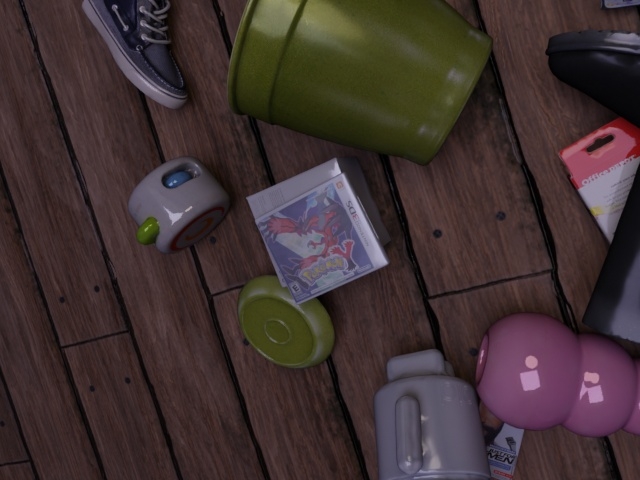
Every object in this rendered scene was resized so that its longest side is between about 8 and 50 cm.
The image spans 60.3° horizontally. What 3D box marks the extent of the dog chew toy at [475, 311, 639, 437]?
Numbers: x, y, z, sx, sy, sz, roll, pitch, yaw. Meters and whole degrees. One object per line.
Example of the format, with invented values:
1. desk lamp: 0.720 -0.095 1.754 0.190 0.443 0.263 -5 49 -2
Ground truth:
1. dog chew toy: 0.449 0.247 0.963 0.331 0.206 0.207 13 103 10

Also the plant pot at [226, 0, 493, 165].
1. plant pot: 0.083 -0.307 0.944 0.352 0.366 0.367 27 107 2

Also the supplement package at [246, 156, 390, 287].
1. supplement package: 0.000 -0.040 1.099 0.203 0.149 0.194 -21 92 22

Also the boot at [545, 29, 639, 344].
1. boot: 0.486 -0.069 0.846 0.366 0.146 0.446 14 105 16

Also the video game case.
1. video game case: 0.000 0.000 1.013 0.201 0.023 0.184 -26 91 22

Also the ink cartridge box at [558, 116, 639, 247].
1. ink cartridge box: 0.520 -0.085 0.940 0.134 0.078 0.231 -31 87 20

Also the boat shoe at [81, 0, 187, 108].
1. boat shoe: -0.372 -0.455 1.179 0.158 0.127 0.341 -43 82 28

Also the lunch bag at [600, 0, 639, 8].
1. lunch bag: 0.497 -0.407 0.895 0.071 0.083 0.053 2 99 19

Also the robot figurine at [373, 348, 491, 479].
1. robot figurine: 0.203 0.386 1.016 0.199 0.300 0.354 -19 53 24

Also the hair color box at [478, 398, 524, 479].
1. hair color box: 0.350 0.381 1.092 0.093 0.053 0.167 12 101 19

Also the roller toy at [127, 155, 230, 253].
1. roller toy: -0.304 -0.080 1.184 0.191 0.209 0.146 -41 83 8

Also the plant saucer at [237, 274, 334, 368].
1. plant saucer: -0.086 0.187 1.186 0.240 0.037 0.241 14 122 22
